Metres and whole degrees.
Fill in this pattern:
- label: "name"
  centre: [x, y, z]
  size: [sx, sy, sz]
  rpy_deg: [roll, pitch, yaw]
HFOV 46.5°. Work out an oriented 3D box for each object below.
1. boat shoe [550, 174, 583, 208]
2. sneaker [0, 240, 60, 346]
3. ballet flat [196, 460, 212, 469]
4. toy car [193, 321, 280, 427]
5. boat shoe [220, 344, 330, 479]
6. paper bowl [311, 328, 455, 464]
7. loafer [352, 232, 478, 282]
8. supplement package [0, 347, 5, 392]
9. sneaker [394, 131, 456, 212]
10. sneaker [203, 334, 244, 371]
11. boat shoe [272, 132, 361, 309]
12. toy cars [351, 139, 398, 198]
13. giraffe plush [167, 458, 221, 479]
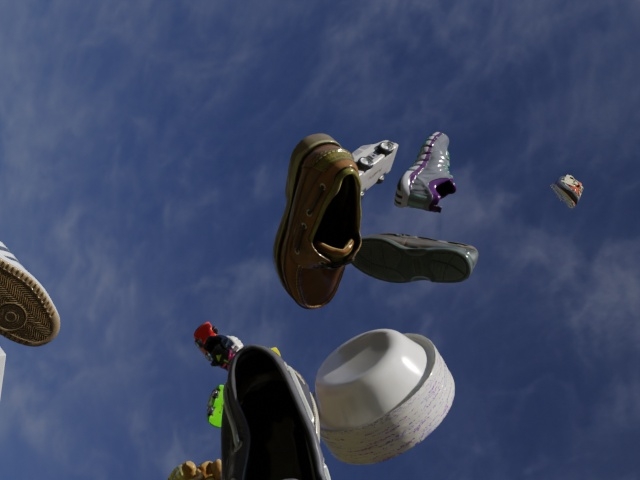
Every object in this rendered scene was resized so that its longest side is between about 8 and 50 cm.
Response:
- label: "boat shoe"
  centre: [0.433, -0.088, 1.296]
  size: [0.043, 0.137, 0.049]
  rpy_deg: [-32, -86, 14]
- label: "sneaker"
  centre: [-0.524, 0.041, 1.190]
  size: [0.099, 0.282, 0.153]
  rpy_deg: [-42, -159, -1]
- label: "ballet flat"
  centre: [-0.191, 0.433, 1.094]
  size: [0.084, 0.058, 0.250]
  rpy_deg: [-39, -148, 32]
- label: "toy car"
  centre: [-0.227, 0.334, 1.788]
  size: [0.053, 0.239, 0.225]
  rpy_deg: [-14, -124, 58]
- label: "boat shoe"
  centre: [-0.026, 0.144, 0.384]
  size: [0.206, 0.075, 0.065]
  rpy_deg: [-100, 175, -46]
- label: "paper bowl"
  centre: [0.103, 0.282, 1.447]
  size: [0.284, 0.284, 0.148]
  rpy_deg: [-14, -65, 45]
- label: "loafer"
  centre: [0.186, 0.033, 1.504]
  size: [0.267, 0.084, 0.096]
  rpy_deg: [8, -66, 29]
- label: "supplement package"
  centre: [-0.771, 0.259, 1.434]
  size: [0.204, 0.262, 0.145]
  rpy_deg: [19, -78, 54]
- label: "sneaker"
  centre: [0.222, -0.122, 1.417]
  size: [0.098, 0.224, 0.083]
  rpy_deg: [20, -43, 18]
- label: "sneaker"
  centre: [-0.165, 0.224, 1.386]
  size: [0.170, 0.075, 0.063]
  rpy_deg: [35, -78, 49]
- label: "boat shoe"
  centre: [0.000, 0.000, 1.101]
  size: [0.104, 0.110, 0.307]
  rpy_deg: [47, -32, 41]
- label: "toy cars"
  centre: [0.037, -0.083, 1.684]
  size: [0.087, 0.176, 0.394]
  rpy_deg: [31, -97, 18]
- label: "giraffe plush"
  centre: [-0.095, 0.306, 0.744]
  size: [0.181, 0.210, 0.170]
  rpy_deg: [-10, -107, 14]
